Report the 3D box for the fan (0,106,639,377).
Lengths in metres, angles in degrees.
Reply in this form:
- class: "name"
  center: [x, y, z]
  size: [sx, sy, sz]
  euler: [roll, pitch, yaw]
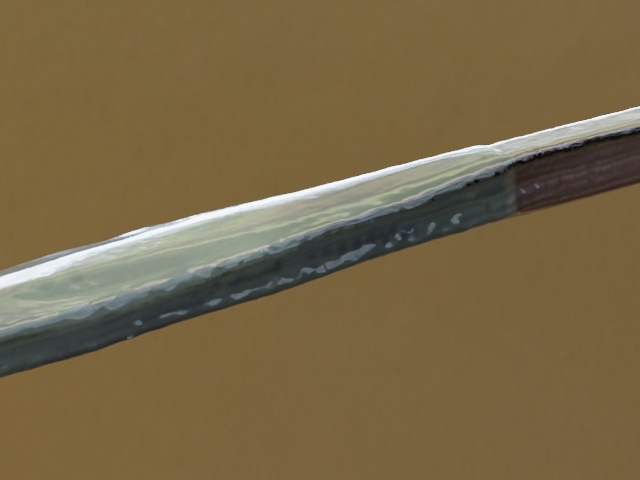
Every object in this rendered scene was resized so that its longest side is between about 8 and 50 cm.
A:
- class: "fan"
  center: [0.000, 0.000, 0.453]
  size: [0.282, 0.023, 0.057]
  euler: [-15, -170, -26]
